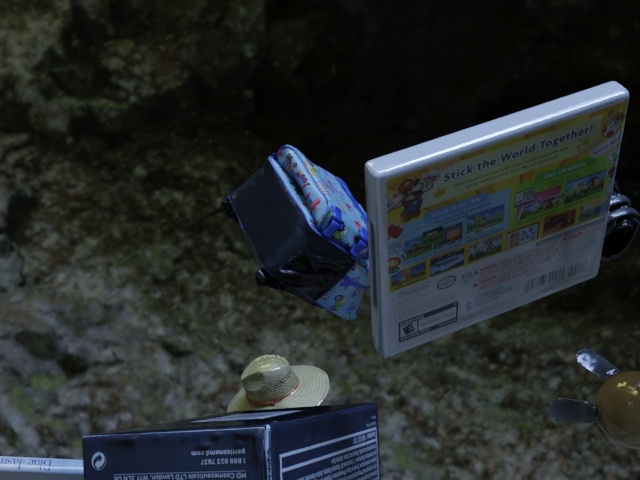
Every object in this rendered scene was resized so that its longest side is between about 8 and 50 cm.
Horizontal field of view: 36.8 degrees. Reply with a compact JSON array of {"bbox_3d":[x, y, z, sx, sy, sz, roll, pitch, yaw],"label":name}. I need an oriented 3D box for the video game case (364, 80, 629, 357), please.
[{"bbox_3d":[0.145,-0.013,0.806,0.026,0.227,0.206,-123,-160,-44],"label":"video game case"}]

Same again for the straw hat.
[{"bbox_3d":[-0.066,0.182,1.249,0.144,0.144,0.061,12,-47,47],"label":"straw hat"}]

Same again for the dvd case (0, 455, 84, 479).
[{"bbox_3d":[-0.343,0.309,1.109,0.022,0.253,0.180,-95,-167,-48],"label":"dvd case"}]

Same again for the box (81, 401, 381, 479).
[{"bbox_3d":[-0.061,0.306,0.868,0.183,0.296,0.294,-8,-99,20],"label":"box"}]

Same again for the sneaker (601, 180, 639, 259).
[{"bbox_3d":[0.478,-0.099,1.625,0.147,0.104,0.296,-136,-144,-53],"label":"sneaker"}]

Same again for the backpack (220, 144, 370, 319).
[{"bbox_3d":[0.000,0.000,1.041,0.173,0.117,0.158,34,18,-41],"label":"backpack"}]

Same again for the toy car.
[{"bbox_3d":[0.360,0.203,1.087,0.188,0.155,0.149,24,-31,21],"label":"toy car"}]
